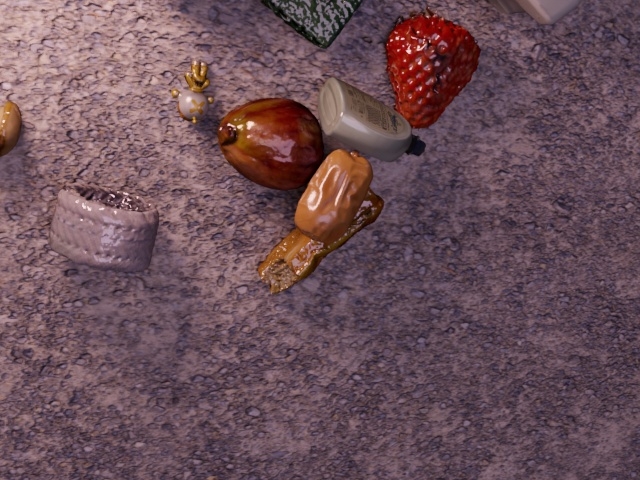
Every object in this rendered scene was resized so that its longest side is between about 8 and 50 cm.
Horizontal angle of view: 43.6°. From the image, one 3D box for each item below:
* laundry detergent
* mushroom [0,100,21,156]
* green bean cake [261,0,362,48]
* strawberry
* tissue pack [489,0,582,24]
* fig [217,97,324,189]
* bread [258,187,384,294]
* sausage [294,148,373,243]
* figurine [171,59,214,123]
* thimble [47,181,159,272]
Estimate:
[{"bbox_3d":[0.137,-0.288,1.988,0.281,0.214,0.105,17,126,-26],"label":"laundry detergent"},{"bbox_3d":[-0.860,-0.278,1.722,0.408,0.154,0.137,6,66,-21],"label":"mushroom"},{"bbox_3d":[-0.011,-0.585,1.886,0.193,0.107,0.208,36,96,-22],"label":"green bean cake"},{"bbox_3d":[0.272,-0.434,2.008,0.253,0.150,0.280,36,95,-25],"label":"strawberry"},{"bbox_3d":[0.507,-0.665,1.885,0.229,0.333,0.236,38,99,-27],"label":"tissue pack"},{"bbox_3d":[-0.118,-0.239,1.933,0.263,0.224,0.223,21,103,-10],"label":"fig"},{"bbox_3d":[0.000,0.000,2.070,0.380,0.185,0.109,-43,109,3],"label":"bread"},{"bbox_3d":[0.035,-0.108,1.930,0.136,0.120,0.241,38,79,-43],"label":"sausage"},{"bbox_3d":[-0.295,-0.354,1.913,0.101,0.068,0.143,34,81,-32],"label":"figurine"},{"bbox_3d":[-0.510,-0.032,1.891,0.246,0.217,0.157,16,101,-5],"label":"thimble"}]
